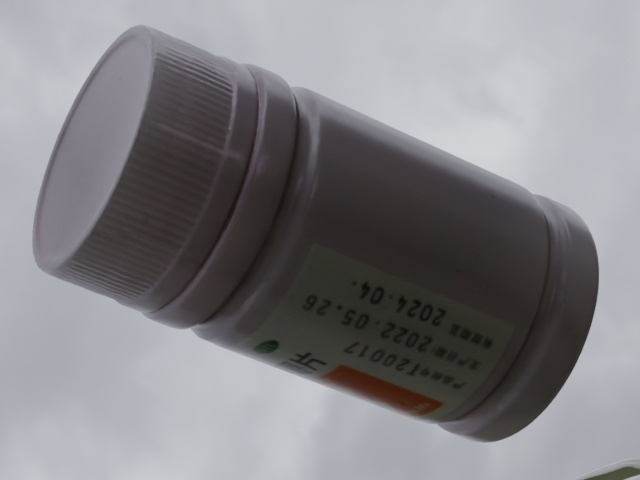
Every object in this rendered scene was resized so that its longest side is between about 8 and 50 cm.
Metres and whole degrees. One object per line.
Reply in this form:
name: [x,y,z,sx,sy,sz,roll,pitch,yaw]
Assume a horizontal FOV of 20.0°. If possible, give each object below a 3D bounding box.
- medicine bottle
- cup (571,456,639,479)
medicine bottle: [0.000,0.000,0.874,0.249,0.133,0.133,23,-88,-25]
cup: [0.127,0.202,0.754,0.202,0.173,0.255,-45,-8,18]
